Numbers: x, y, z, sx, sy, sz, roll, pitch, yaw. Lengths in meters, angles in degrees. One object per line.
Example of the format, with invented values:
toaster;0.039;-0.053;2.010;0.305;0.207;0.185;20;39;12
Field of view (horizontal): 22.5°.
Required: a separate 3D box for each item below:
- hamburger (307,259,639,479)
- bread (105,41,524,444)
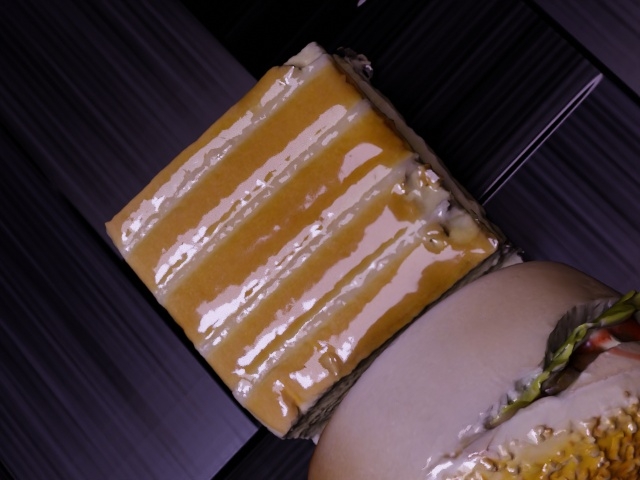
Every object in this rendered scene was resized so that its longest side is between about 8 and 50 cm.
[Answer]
hamburger;0.133;0.153;1.087;0.302;0.302;0.170;-47;59;9
bread;0.000;0.000;1.264;0.246;0.111;0.239;-44;70;7
